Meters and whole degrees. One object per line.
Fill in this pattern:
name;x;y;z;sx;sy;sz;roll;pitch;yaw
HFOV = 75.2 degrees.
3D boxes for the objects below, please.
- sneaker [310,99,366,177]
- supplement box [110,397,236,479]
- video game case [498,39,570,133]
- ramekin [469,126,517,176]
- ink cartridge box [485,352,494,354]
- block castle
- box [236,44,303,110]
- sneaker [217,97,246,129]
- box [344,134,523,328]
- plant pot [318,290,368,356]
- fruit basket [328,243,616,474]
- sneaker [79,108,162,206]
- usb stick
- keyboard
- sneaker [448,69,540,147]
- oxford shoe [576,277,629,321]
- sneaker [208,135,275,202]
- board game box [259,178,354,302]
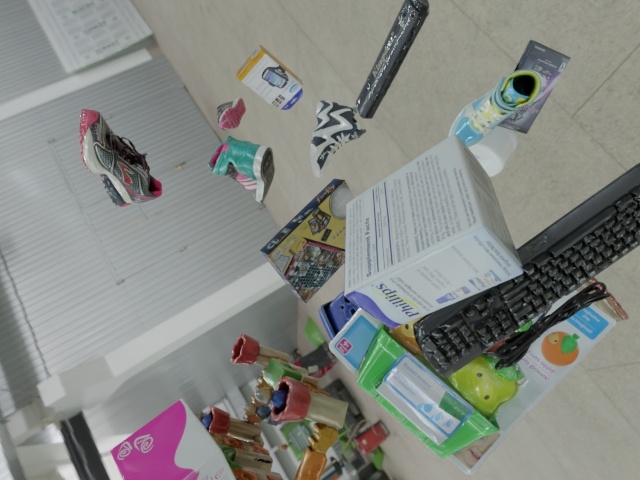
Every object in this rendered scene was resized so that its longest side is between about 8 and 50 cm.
sneaker;0.057;-0.301;1.246;0.094;0.153;0.235;43;-126;-76
supplement box;-0.190;0.353;0.597;0.114;0.111;0.220;32;142;38
video game case;0.712;-0.514;1.422;0.026;0.196;0.274;57;134;49
ramekin;0.664;-0.387;1.748;0.277;0.135;0.277;26;166;7
ink cartridge box;0.466;0.213;1.063;0.069;0.175;0.371;45;121;37
block castle;-0.156;0.421;0.984;0.213;0.303;0.453;25;172;-23
box;-0.102;-0.340;0.889;0.136;0.081;0.028;28;-145;-40
sneaker;-0.289;-0.384;1.284;0.170;0.074;0.063;-76;-31;-47
box;0.095;-0.006;0.391;0.072;0.137;0.126;38;-143;-30
plant pot;0.140;0.261;1.377;0.236;0.212;0.236;-7;-110;-63
fruit basket;0.237;0.164;0.694;0.327;0.353;0.165;41;-166;9
sneaker;-0.466;-0.193;0.972;0.299;0.112;0.121;94;167;-65
usb stick;0.147;-0.385;0.895;0.278;0.045;0.077;121;150;-50
keyboard;0.262;0.057;0.471;0.201;0.317;0.033;47;-171;-42
sneaker;0.528;-0.406;1.282;0.127;0.319;0.208;46;-158;1
oxford shoe;0.811;0.145;1.346;0.123;0.130;0.348;20;-154;-49
sneaker;-0.240;-0.213;1.245;0.178;0.124;0.295;20;161;1
board game box;0.000;0.000;0.947;0.042;0.243;0.165;21;151;52
